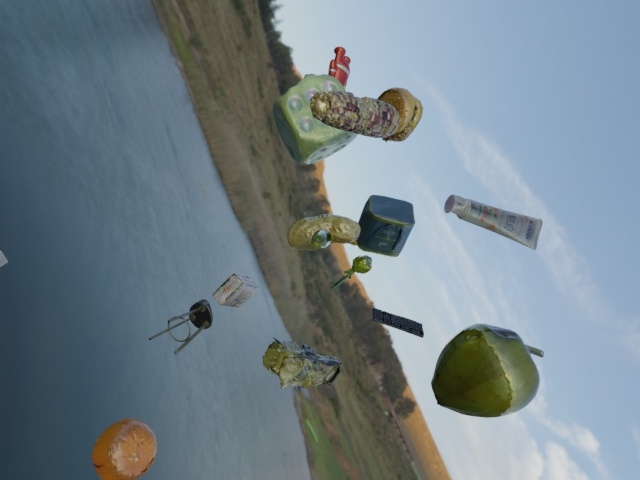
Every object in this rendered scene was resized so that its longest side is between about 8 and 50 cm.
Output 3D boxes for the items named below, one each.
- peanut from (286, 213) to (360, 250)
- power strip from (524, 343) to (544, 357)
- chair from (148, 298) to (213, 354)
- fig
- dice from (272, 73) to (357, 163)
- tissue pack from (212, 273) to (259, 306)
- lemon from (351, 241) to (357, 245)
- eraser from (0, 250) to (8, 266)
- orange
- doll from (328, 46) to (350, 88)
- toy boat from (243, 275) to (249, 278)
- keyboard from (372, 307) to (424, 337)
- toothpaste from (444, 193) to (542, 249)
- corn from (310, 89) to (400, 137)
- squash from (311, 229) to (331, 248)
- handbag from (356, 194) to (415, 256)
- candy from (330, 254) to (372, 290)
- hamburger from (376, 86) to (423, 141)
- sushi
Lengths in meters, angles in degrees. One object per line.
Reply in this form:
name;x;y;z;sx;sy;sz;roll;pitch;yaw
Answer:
peanut;0.013;-0.034;1.842;0.147;0.305;0.147;168;-90;-84
power strip;0.687;0.357;1.459;0.083;0.017;0.027;17;-29;46
chair;-0.407;0.262;1.376;0.095;0.104;0.221;53;23;-1
fig;0.412;0.344;1.155;0.240;0.271;0.239;59;0;0
dice;-0.023;-0.444;1.665;0.255;0.251;0.250;60;-12;4
tissue pack;-0.284;0.172;1.509;0.060;0.108;0.148;45;0;17
lemon;0.204;-0.001;2.589;0.065;0.092;0.065;-23;90;-82
eraser;-0.851;0.061;1.148;0.083;0.019;0.038;-64;139;-61
orange;-0.620;0.663;1.416;0.193;0.161;0.194;25;57;-46
doll;0.053;-0.644;1.916;0.199;0.105;0.337;20;85;-69
toy boat;-0.326;0.188;1.895;0.083;0.038;0.038;-64;-156;19
keyboard;0.319;0.332;1.830;0.072;0.231;0.023;-81;-167;-52
toothpaste;0.529;-0.062;1.351;0.066;0.323;0.100;171;-65;-76
corn;0.090;-0.311;1.094;0.098;0.289;0.098;2;-88;42
squash;0.000;0.000;1.549;0.201;0.066;0.066;-50;122;-80
handbag;0.316;-0.071;2.204;0.222;0.262;0.241;-89;-170;-49
candy;0.116;0.138;1.827;0.262;0.077;0.073;-43;-138;42
hamburger;0.260;-0.438;1.572;0.181;0.117;0.191;29;-77;53
sushi;-0.070;0.429;1.531;0.290;0.139;0.131;23;14;-34
